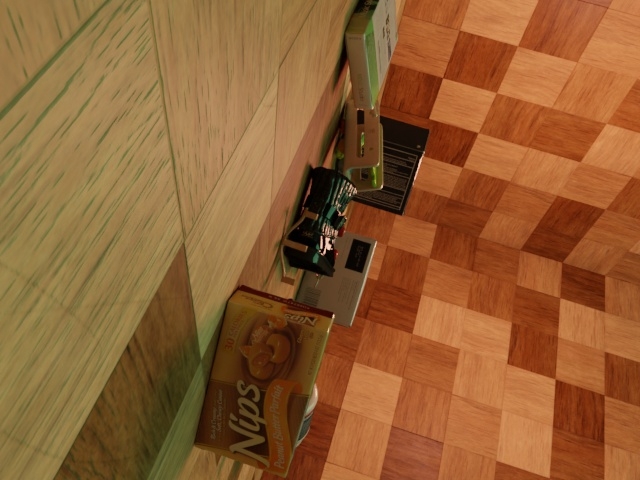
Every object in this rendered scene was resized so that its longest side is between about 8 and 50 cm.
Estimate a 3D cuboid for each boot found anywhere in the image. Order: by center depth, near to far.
[{"bbox_3d":[0.009,-0.041,1.635,0.348,0.131,0.260,80,27,-79],"label":"boot"}]

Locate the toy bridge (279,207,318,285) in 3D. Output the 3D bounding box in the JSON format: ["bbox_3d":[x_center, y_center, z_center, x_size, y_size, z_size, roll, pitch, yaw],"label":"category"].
[{"bbox_3d":[-0.062,0.010,1.393,0.026,0.063,0.188,-3,111,-85],"label":"toy bridge"}]

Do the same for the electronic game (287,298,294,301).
[{"bbox_3d":[-0.106,0.297,1.836,0.229,0.048,0.229,-174,-90,-84],"label":"electronic game"}]

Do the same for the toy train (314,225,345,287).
[{"bbox_3d":[0.001,0.039,2.104,0.143,0.105,0.248,-150,-104,-81],"label":"toy train"}]

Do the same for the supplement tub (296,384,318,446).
[{"bbox_3d":[-0.120,0.587,2.011,0.191,0.191,0.272,-68,173,-49],"label":"supplement tub"}]

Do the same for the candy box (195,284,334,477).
[{"bbox_3d":[-0.105,0.259,1.068,0.087,0.182,0.317,-57,163,-70],"label":"candy box"}]

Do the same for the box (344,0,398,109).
[{"bbox_3d":[0.142,-0.540,1.542,0.232,0.058,0.322,76,26,-51],"label":"box"}]

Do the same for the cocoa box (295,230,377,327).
[{"bbox_3d":[0.061,0.146,2.284,0.228,0.231,0.347,81,26,-80],"label":"cocoa box"}]

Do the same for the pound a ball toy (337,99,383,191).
[{"bbox_3d":[0.116,-0.337,1.785,0.208,0.135,0.319,70,19,-57],"label":"pound a ball toy"}]

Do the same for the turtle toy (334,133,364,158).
[{"bbox_3d":[0.096,-0.326,1.949,0.130,0.095,0.066,-59,151,-6],"label":"turtle toy"}]

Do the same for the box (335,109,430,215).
[{"bbox_3d":[0.218,-0.291,2.159,0.183,0.296,0.294,-67,173,-48],"label":"box"}]
